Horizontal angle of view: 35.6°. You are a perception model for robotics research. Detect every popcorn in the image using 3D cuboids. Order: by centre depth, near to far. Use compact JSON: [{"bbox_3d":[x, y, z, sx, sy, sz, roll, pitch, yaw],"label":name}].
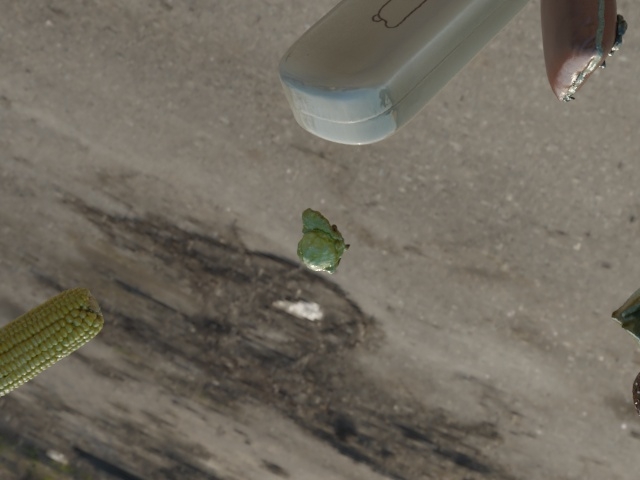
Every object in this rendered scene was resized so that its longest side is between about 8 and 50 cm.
[{"bbox_3d":[0.001,0.001,1.234,0.060,0.068,0.083,-3,106,30],"label":"popcorn"}]

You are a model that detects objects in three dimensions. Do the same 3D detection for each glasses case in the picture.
[{"bbox_3d":[0.058,-0.133,0.606,0.083,0.196,0.050,25,148,34],"label":"glasses case"}]

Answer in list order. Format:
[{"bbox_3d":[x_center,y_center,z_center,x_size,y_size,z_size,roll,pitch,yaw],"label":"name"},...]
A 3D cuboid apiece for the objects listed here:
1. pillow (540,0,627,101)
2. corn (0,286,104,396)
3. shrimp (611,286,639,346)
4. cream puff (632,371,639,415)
[{"bbox_3d":[0.315,-0.275,1.201,0.075,0.179,0.171,-1,169,-5],"label":"pillow"},{"bbox_3d":[-0.402,0.149,1.318,0.081,0.248,0.081,50,161,23],"label":"corn"},{"bbox_3d":[0.252,0.042,0.544,0.161,0.049,0.166,8,-174,26],"label":"shrimp"},{"bbox_3d":[0.404,0.159,1.050,0.149,0.084,0.149,1,-169,0],"label":"cream puff"}]
